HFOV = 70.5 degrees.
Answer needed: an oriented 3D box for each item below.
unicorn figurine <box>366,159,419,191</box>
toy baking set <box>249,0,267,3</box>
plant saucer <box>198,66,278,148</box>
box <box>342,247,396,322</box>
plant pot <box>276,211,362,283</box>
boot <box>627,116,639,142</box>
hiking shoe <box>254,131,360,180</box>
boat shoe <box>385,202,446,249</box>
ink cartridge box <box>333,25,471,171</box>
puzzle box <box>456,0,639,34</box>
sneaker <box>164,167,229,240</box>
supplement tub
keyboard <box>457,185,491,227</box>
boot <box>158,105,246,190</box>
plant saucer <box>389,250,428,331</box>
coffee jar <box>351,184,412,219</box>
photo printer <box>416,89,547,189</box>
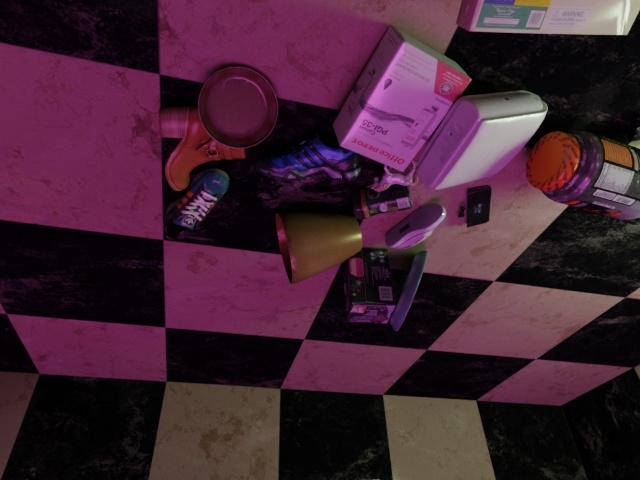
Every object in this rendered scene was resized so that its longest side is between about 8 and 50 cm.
[{"bbox_3d":[0.219,-0.194,1.352,0.161,0.060,0.111,12,109,12],"label":"unicorn figurine"},{"bbox_3d":[-0.051,-0.583,0.900,0.196,0.030,0.256,13,138,-14],"label":"toy baking set"},{"bbox_3d":[-0.207,-0.333,1.141,0.198,0.036,0.199,-7,115,-15],"label":"plant saucer"},{"bbox_3d":[0.173,0.165,1.665,0.163,0.247,0.142,3,142,-6],"label":"box"},{"bbox_3d":[0.000,0.000,1.500,0.254,0.237,0.237,-13,143,-12],"label":"plant pot"},{"bbox_3d":[0.931,-0.300,1.288,0.099,0.045,0.121,-12,133,8],"label":"boot"},{"bbox_3d":[-0.036,-0.246,1.279,0.304,0.113,0.132,-1,119,-3],"label":"hiking shoe"},{"bbox_3d":[0.337,-0.043,1.553,0.084,0.095,0.258,20,147,-32],"label":"boat shoe"},{"bbox_3d":[0.190,-0.334,1.114,0.207,0.117,0.283,17,127,-24],"label":"ink cartridge box"},{"bbox_3d":[0.467,-0.528,0.829,0.408,0.052,0.272,-7,132,-19],"label":"puzzle box"},{"bbox_3d":[-0.386,-0.101,1.405,0.108,0.121,0.302,29,132,-33],"label":"sneaker"},{"bbox_3d":[0.778,-0.189,1.289,0.338,0.207,0.207,12,139,-16],"label":"supplement tub"},{"bbox_3d":[0.515,-0.110,1.522,0.108,0.023,0.180,-15,139,5],"label":"keyboard"},{"bbox_3d":[-0.318,-0.246,1.260,0.220,0.109,0.283,1,134,-10],"label":"boot"},{"bbox_3d":[0.316,0.178,1.665,0.043,0.318,0.318,22,141,8],"label":"plant saucer"},{"bbox_3d":[0.190,-0.128,1.423,0.184,0.096,0.079,-12,138,13],"label":"coffee jar"},{"bbox_3d":[0.428,-0.263,1.181,0.307,0.107,0.256,-15,151,-31],"label":"photo printer"}]
